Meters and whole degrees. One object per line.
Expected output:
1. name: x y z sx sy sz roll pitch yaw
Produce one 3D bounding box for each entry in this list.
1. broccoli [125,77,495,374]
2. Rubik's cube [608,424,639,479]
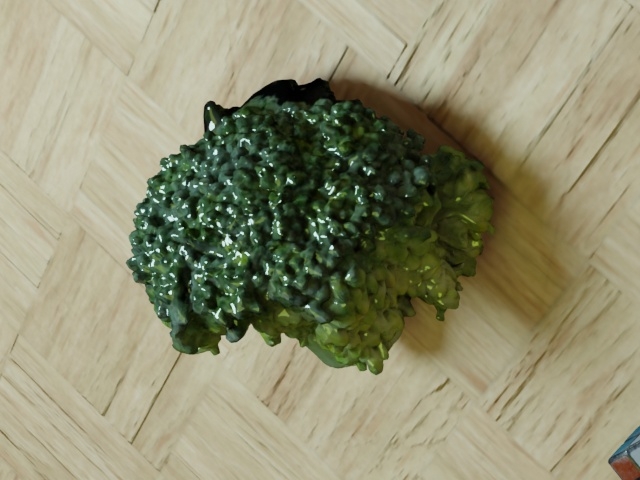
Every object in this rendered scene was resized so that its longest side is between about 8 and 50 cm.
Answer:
1. broccoli: 0.000 0.000 1.448 0.247 0.263 0.243 61 -179 43
2. Rubik's cube: 0.276 0.150 1.336 0.092 0.092 0.092 51 140 2
